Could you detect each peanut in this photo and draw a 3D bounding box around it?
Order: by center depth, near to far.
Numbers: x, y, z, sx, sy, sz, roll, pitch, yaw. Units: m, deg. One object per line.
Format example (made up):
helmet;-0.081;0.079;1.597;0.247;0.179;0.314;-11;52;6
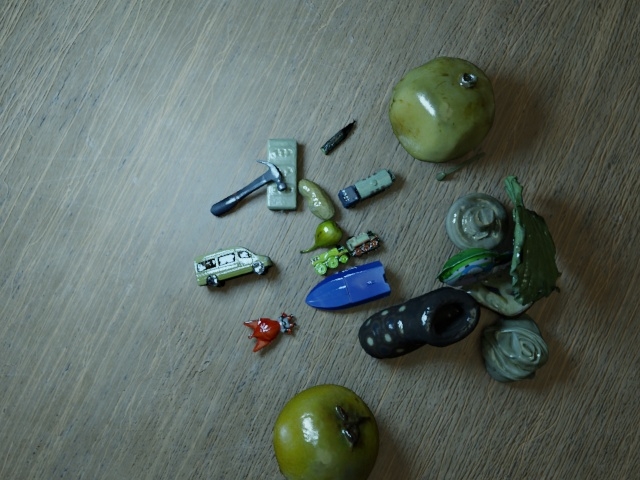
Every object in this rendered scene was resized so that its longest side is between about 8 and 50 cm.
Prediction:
peanut;-0.016;-0.140;1.487;0.080;0.080;0.174;-38;83;-2

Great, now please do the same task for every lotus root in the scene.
lotus root;0.620;0.175;1.438;0.260;0.074;0.170;-27;65;-3

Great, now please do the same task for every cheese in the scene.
cheese;0.511;0.079;1.385;0.320;0.204;0.083;-9;61;-22

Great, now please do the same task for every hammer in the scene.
hammer;-0.262;-0.169;1.472;0.289;0.037;0.137;-28;78;15
hammer;0.494;-0.266;1.502;0.195;0.060;0.028;-29;86;-5

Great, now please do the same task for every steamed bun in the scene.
steamed bun;0.647;0.362;1.412;0.217;0.144;0.211;-22;87;0

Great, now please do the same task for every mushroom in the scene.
mushroom;0.518;-0.060;1.406;0.207;0.215;0.208;-1;83;5

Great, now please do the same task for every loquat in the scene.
loquat;0.004;0.625;1.337;0.328;0.328;0.359;43;131;3

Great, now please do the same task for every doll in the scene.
doll;-0.167;0.301;1.468;0.169;0.057;0.109;-21;84;0

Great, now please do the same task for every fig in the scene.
fig;0.000;-0.014;1.491;0.166;0.093;0.093;-23;85;37

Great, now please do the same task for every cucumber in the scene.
cucumber;0.069;-0.366;1.521;0.163;0.043;0.039;-40;124;0

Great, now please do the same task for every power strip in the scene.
power strip;-0.131;-0.222;1.496;0.105;0.070;0.257;0;88;2

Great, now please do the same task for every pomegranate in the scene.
pomegranate;0.387;-0.417;1.385;0.332;0.332;0.333;0;86;1

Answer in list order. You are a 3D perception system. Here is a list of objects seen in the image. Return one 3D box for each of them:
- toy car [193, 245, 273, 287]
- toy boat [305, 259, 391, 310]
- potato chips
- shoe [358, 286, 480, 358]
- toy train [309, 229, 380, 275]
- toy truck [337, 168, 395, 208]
toy car;-0.294;0.080;1.463;0.256;0.101;0.125;-16;83;1
toy boat;0.085;0.166;1.467;0.295;0.088;0.129;-18;87;10
potato chips;0.643;0.005;1.338;0.373;0.097;0.389;40;50;-34
shoe;0.312;0.272;1.375;0.383;0.237;0.171;-22;86;-1
toy train;0.088;0.040;1.485;0.249;0.053;0.085;-26;81;-1
toy truck;0.161;-0.179;1.480;0.201;0.088;0.074;-26;88;-1
